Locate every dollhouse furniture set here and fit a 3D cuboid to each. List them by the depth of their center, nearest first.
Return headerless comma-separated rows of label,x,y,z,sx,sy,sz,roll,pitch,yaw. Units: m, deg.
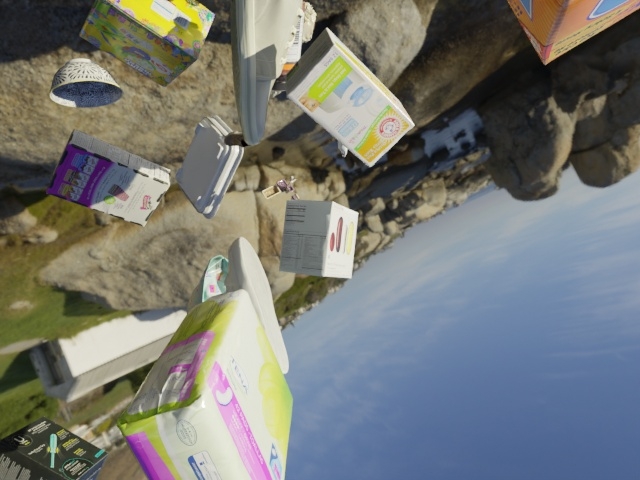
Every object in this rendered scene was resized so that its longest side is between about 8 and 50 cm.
dollhouse furniture set,-0.128,-0.166,1.477,0.114,0.091,0.081,-32,179,-34

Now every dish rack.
dish rack,-0.431,-0.279,1.626,0.072,0.285,0.333,6,122,-47

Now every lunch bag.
lunch bag,-0.301,0.201,1.269,0.160,0.262,0.223,1,151,-26

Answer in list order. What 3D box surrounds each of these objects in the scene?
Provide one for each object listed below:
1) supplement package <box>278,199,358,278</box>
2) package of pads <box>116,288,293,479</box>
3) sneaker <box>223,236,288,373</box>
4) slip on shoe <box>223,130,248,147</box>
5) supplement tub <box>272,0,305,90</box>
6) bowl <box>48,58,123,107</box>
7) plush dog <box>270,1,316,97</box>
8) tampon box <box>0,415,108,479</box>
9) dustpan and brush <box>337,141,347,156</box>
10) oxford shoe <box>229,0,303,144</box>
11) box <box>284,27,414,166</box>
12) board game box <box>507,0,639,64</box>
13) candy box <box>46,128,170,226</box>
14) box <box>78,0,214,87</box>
supplement package,0.000,0.000,1.266,0.149,0.203,0.194,5,177,27
package of pads,-0.123,0.215,0.568,0.101,0.229,0.296,-19,-166,5
sneaker,-0.179,0.142,0.846,0.169,0.293,0.108,-25,149,11
slip on shoe,-0.241,-0.306,1.344,0.135,0.041,0.051,-3,154,21
supplement tub,-0.096,-0.458,1.022,0.106,0.106,0.198,-22,135,-38
bowl,-0.597,-0.406,1.107,0.170,0.080,0.170,-12,180,0
plush dog,-0.166,-0.561,1.189,0.210,0.225,0.262,11,124,-34
tampon box,-0.527,0.440,0.841,0.102,0.161,0.120,-63,176,0
dustpan and brush,0.035,-0.269,0.919,0.060,0.147,0.211,-14,130,-21
oxford shoe,-0.101,-0.384,0.806,0.130,0.169,0.450,-5,128,-18
box,0.050,-0.244,0.763,0.114,0.203,0.103,-41,-147,23
board game box,0.276,-0.438,0.336,0.356,0.357,0.356,-29,174,22
candy box,-0.509,-0.145,1.064,0.233,0.071,0.159,24,123,-34
box,-0.536,-0.661,1.346,0.289,0.177,0.279,27,162,-36
